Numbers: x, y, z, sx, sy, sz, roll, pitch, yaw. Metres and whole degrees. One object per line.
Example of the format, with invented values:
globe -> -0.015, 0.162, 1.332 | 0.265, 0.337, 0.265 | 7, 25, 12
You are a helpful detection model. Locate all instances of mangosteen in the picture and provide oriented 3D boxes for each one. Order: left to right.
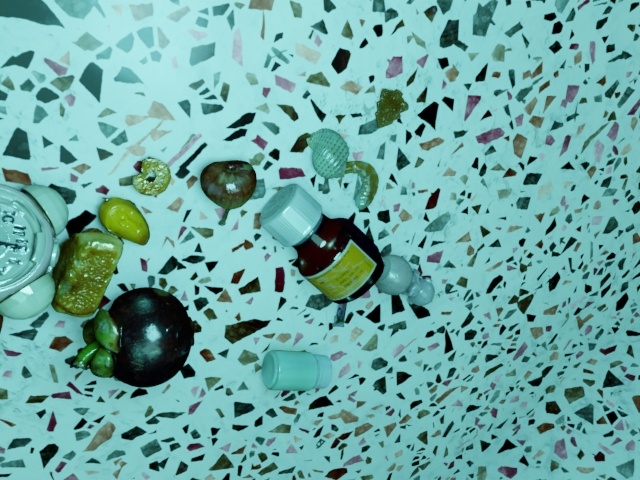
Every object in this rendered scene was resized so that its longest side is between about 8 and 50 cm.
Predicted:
mangosteen -> -0.515, 0.281, 1.605 | 0.311, 0.311, 0.311 | -11, 119, -20

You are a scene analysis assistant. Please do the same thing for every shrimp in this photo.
shrimp -> 0.110, -0.179, 1.809 | 0.166, 0.049, 0.161 | 12, 107, -28

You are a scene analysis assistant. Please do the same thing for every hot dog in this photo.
hot dog -> -0.640, 0.073, 1.528 | 0.150, 0.153, 0.256 | 18, 109, -35

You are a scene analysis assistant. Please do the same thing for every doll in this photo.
doll -> 0.312, 0.155, 2.018 | 0.287, 0.151, 0.151 | 30, 100, -36

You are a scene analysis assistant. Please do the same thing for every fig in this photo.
fig -> -0.269, -0.147, 1.621 | 0.160, 0.231, 0.143 | -13, 76, -20

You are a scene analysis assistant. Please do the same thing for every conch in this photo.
conch -> 0.035, -0.261, 1.703 | 0.135, 0.102, 0.153 | -40, 125, -18

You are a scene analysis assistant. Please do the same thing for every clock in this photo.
clock -> -0.801, 0.011, 1.352 | 0.326, 0.184, 0.342 | 11, 78, -27

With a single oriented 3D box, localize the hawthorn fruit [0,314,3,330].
hawthorn fruit -> -0.937, 0.180, 1.428 | 0.242, 0.242, 0.271 | 17, 76, -31

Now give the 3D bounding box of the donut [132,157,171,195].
donut -> -0.466, -0.176, 1.546 | 0.097, 0.043, 0.108 | 33, 97, -33

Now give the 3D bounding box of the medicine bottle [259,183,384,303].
medicine bottle -> 0.000, 0.000, 1.750 | 0.242, 0.242, 0.395 | -44, 111, 1

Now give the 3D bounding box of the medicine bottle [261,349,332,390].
medicine bottle -> -0.084, 0.464, 1.991 | 0.225, 0.139, 0.139 | 9, 111, -28

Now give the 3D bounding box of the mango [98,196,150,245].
mango -> -0.545, -0.054, 1.561 | 0.101, 0.066, 0.187 | -47, 130, -6

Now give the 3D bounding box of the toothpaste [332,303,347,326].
toothpaste -> 0.078, 0.243, 2.021 | 0.045, 0.028, 0.170 | 3, 117, -14

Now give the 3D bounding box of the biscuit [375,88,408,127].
biscuit -> 0.213, -0.411, 1.751 | 0.119, 0.019, 0.130 | 26, 102, -33
